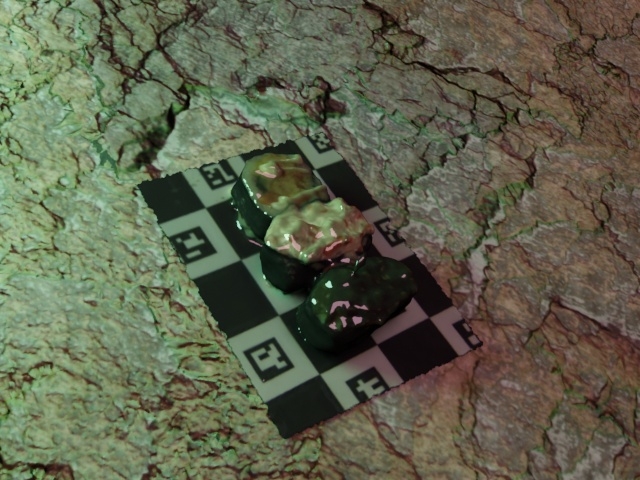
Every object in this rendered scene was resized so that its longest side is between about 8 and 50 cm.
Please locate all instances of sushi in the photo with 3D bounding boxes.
[{"bbox_3d":[0.000,0.000,0.969,0.296,0.100,0.373,-19,63,-31],"label":"sushi"}]
